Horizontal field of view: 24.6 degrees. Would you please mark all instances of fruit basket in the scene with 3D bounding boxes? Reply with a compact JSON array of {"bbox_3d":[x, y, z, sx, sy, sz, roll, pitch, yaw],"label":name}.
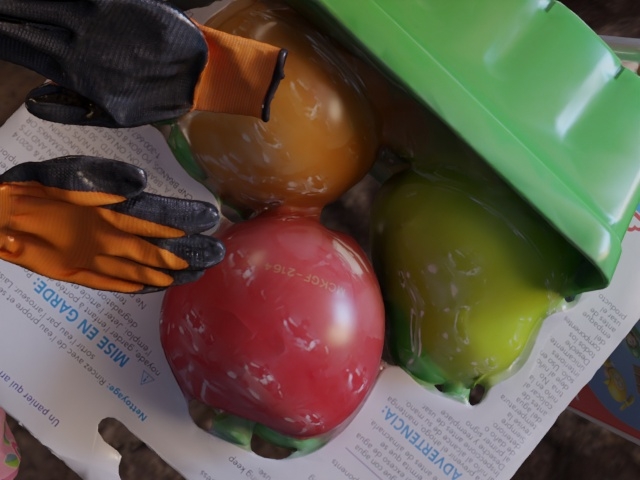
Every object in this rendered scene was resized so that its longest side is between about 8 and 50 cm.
[{"bbox_3d":[0.000,0.000,0.788,0.327,0.165,0.353,42,-97,-6],"label":"fruit basket"}]

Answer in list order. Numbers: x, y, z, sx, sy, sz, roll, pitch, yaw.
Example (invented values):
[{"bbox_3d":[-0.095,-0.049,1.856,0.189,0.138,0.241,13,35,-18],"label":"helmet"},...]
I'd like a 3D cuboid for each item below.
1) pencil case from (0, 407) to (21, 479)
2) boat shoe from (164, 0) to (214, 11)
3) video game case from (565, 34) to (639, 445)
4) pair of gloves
[{"bbox_3d":[-0.301,0.056,1.048,0.124,0.124,0.284,-11,-81,26],"label":"pencil case"},{"bbox_3d":[0.021,-0.170,0.524,0.305,0.091,0.109,-37,-125,42],"label":"boat shoe"},{"bbox_3d":[0.185,0.000,0.988,0.204,0.025,0.285,23,-50,63],"label":"video game case"},{"bbox_3d":[-0.052,-0.021,0.330,0.074,0.010,0.083,12,-51,-11],"label":"pair of gloves"}]
